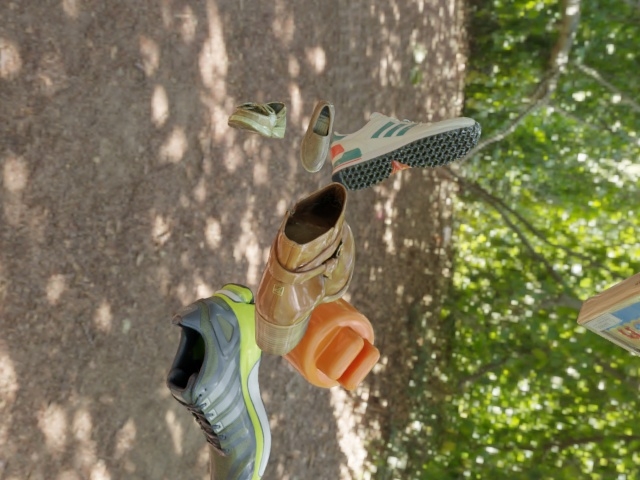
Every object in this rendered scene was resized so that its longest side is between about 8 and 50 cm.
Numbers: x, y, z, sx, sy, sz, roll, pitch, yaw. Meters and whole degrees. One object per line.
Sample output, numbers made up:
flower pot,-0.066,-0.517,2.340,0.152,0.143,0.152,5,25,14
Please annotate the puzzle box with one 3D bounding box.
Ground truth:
puzzle box,0.627,0.128,1.246,0.052,0.272,0.409,-63,-179,-22

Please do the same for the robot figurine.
robot figurine,-0.007,0.135,1.174,0.158,0.219,0.128,-8,118,-33

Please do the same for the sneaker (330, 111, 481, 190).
sneaker,0.083,-0.111,0.821,0.057,0.161,0.075,48,28,-56

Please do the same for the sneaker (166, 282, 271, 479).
sneaker,-0.147,0.213,1.061,0.121,0.111,0.300,-9,97,-43

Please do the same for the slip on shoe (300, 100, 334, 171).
slip on shoe,-0.003,-0.192,1.461,0.041,0.051,0.135,-112,-141,-77

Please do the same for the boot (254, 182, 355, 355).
boot,0.000,0.000,0.746,0.197,0.073,0.152,-64,171,-46

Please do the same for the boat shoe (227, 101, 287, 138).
boat shoe,-0.075,-0.158,0.996,0.153,0.056,0.048,-13,120,-74
